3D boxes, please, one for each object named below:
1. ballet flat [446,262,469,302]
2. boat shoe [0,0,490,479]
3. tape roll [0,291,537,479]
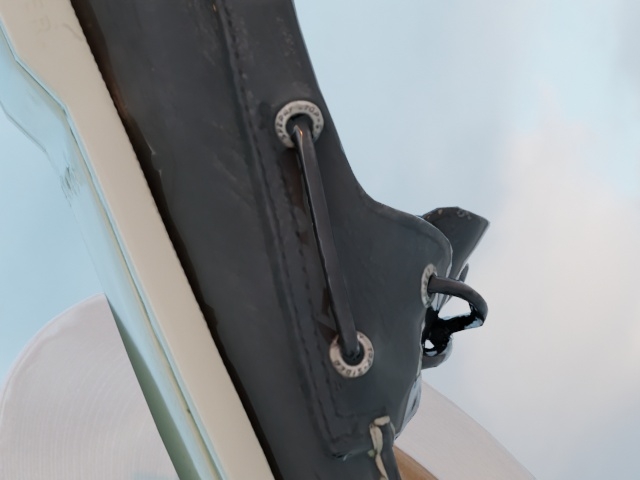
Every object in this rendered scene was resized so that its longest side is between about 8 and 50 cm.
[{"bbox_3d":[0.000,0.000,0.845,0.203,0.074,0.074,24,-83,-24],"label":"ballet flat"},{"bbox_3d":[-0.009,0.000,0.395,0.113,0.127,0.340,-25,-87,-14],"label":"boat shoe"},{"bbox_3d":[0.005,0.178,0.656,0.392,0.392,0.072,0,-47,-53],"label":"tape roll"}]
